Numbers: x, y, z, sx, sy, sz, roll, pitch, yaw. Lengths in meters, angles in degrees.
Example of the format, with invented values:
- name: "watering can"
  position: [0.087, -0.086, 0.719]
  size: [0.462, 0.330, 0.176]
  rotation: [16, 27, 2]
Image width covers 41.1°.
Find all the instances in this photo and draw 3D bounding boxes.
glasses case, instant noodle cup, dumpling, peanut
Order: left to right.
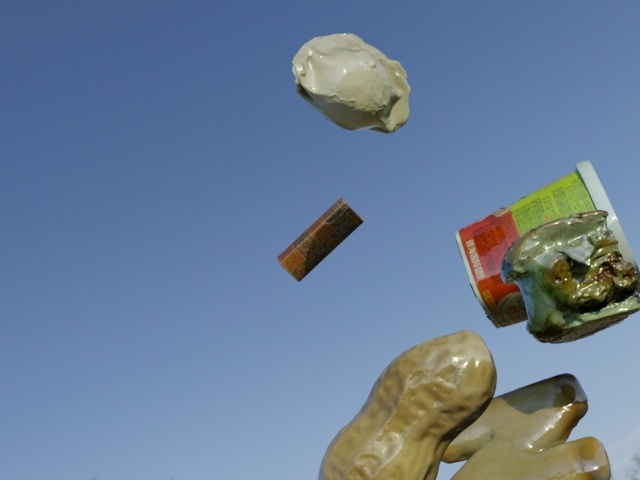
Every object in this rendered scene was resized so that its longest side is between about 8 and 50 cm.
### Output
- name: "glasses case"
  position: [0.000, 0.000, 2.072]
  size: [0.218, 0.049, 0.075]
  rotation: [-43, -63, 6]
- name: "dumpling"
  position: [0.065, -0.313, 1.660]
  size: [0.258, 0.193, 0.147]
  rotation: [16, -17, -18]
- name: "peanut"
  position: [0.112, 0.246, 1.106]
  size: [0.313, 0.149, 0.149]
  rotation: [-55, -34, 8]
- name: "instant noodle cup"
  position: [0.461, 0.028, 1.754]
  size: [0.308, 0.294, 0.294]
  rotation: [-24, -26, 15]

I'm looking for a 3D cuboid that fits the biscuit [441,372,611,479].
- name: "biscuit"
  position: [0.333, 0.359, 1.471]
  size: [0.290, 0.237, 0.062]
  rotation: [-24, -54, 18]

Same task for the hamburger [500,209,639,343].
- name: "hamburger"
  position: [0.387, 0.068, 1.368]
  size: [0.192, 0.168, 0.288]
  rotation: [-13, -17, 0]
